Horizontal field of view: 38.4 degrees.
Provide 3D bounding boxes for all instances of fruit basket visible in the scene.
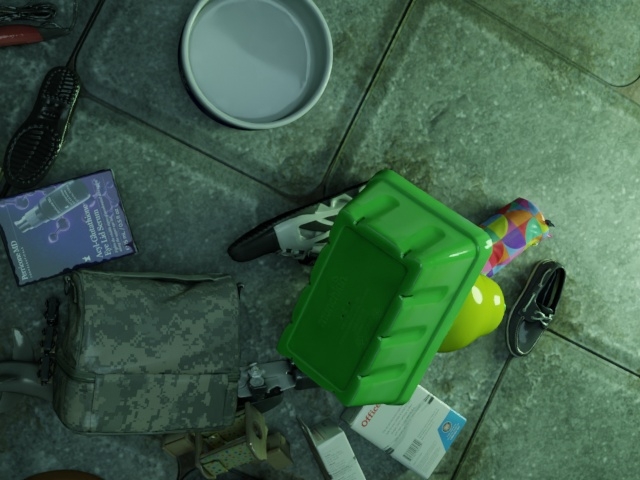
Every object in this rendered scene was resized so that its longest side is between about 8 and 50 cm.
[{"bbox_3d":[0.148,0.091,1.585,0.283,0.392,0.392,36,83,23],"label":"fruit basket"}]

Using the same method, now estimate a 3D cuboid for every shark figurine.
[{"bbox_3d":[-0.562,0.253,1.538,0.278,0.116,0.166,-19,96,-15],"label":"shark figurine"}]

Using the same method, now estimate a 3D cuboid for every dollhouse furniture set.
[{"bbox_3d":[-0.164,0.398,1.641,0.182,0.101,0.161,-24,131,15],"label":"dollhouse furniture set"}]

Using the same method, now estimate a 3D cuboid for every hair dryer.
[{"bbox_3d":[-0.554,-0.337,1.521,0.224,0.080,0.293,27,87,-15],"label":"hair dryer"}]

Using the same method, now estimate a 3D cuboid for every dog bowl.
[{"bbox_3d":[-0.118,-0.326,1.622,0.265,0.104,0.264,-1,94,-15],"label":"dog bowl"}]

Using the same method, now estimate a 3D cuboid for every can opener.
[{"bbox_3d":[-0.035,0.253,1.703,0.280,0.074,0.093,-10,130,-12],"label":"can opener"}]

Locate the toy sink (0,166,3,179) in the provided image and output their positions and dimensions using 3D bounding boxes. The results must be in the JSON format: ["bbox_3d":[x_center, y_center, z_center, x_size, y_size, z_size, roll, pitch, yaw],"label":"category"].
[{"bbox_3d":[-0.602,-0.085,1.444,0.153,0.234,0.131,23,87,-15],"label":"toy sink"}]

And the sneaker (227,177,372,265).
[{"bbox_3d":[0.000,0.000,1.661,0.331,0.122,0.146,-21,96,-12],"label":"sneaker"}]

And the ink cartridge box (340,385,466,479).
[{"bbox_3d":[0.156,0.339,1.741,0.191,0.082,0.139,37,83,-12],"label":"ink cartridge box"}]

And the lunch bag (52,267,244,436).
[{"bbox_3d":[-0.282,0.176,1.537,0.305,0.212,0.256,4,95,-24],"label":"lunch bag"}]

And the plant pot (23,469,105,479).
[{"bbox_3d":[-0.440,0.558,1.538,0.291,0.203,0.290,-1,94,-14],"label":"plant pot"}]

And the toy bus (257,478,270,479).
[{"bbox_3d":[-0.180,0.549,1.644,0.211,0.149,0.220,0,96,-1],"label":"toy bus"}]

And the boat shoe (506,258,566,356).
[{"bbox_3d":[0.427,0.135,1.808,0.075,0.065,0.206,23,87,-15],"label":"boat shoe"}]

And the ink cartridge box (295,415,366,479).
[{"bbox_3d":[0.025,0.399,1.699,0.060,0.104,0.180,-26,100,-12],"label":"ink cartridge box"}]

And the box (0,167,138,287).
[{"bbox_3d":[-0.432,-0.024,1.556,0.207,0.108,0.153,-18,98,-13],"label":"box"}]

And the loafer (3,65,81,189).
[{"bbox_3d":[-0.460,-0.183,1.552,0.080,0.078,0.220,26,81,-4],"label":"loafer"}]

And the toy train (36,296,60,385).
[{"bbox_3d":[-0.464,0.174,1.568,0.027,0.036,0.158,3,63,-9],"label":"toy train"}]

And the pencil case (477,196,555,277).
[{"bbox_3d":[0.332,0.014,1.762,0.236,0.104,0.104,-33,100,-9],"label":"pencil case"}]
